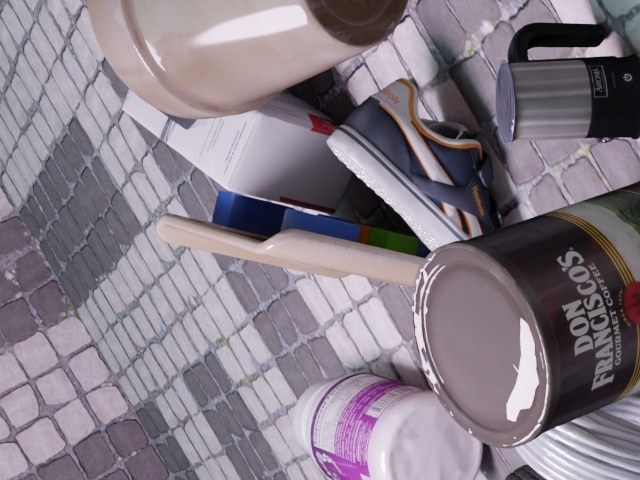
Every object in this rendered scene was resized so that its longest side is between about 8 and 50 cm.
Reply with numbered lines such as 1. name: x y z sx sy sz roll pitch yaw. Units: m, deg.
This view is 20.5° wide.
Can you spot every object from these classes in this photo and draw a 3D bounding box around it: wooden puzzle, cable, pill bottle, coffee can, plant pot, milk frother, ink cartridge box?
1. wooden puzzle: 0.000 0.000 2.267 0.348 0.322 0.080 7 85 60
2. cable: 0.319 0.197 1.838 0.257 0.257 0.089 42 124 49
3. pill bottle: 0.083 0.277 2.502 0.301 0.169 0.169 9 124 62
4. coffee can: 0.256 0.064 1.727 0.201 0.275 0.201 31 130 46
5. plant pot: -0.060 -0.304 2.019 0.280 0.323 0.323 0 118 46
6. milk frother: 0.240 -0.134 1.759 0.143 0.135 0.129 95 171 -48
7. ink cartridge box: -0.105 -0.153 2.339 0.273 0.197 0.114 38 108 44

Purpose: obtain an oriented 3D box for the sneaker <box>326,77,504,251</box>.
1. sneaker: 0.154 -0.055 2.064 0.321 0.127 0.126 45 173 -30

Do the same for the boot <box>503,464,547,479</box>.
1. boot: 0.331 0.395 2.252 0.246 0.083 0.161 30 148 52
